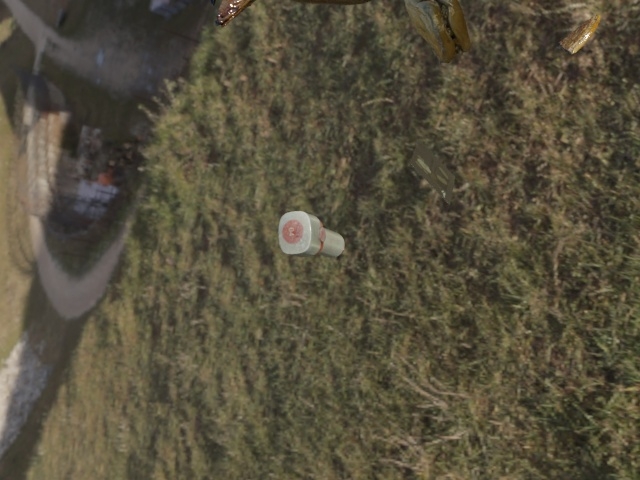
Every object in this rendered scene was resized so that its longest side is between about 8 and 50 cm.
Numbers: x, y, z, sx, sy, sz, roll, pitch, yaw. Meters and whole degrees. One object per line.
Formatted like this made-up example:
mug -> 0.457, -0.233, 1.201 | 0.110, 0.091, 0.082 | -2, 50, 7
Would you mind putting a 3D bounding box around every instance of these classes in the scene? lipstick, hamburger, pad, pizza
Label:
lipstick -> 0.001, 0.000, 1.129 | 0.057, 0.186, 0.063 | -5, 81, 23
hamburger -> 0.300, -0.565, 1.856 | 0.108, 0.214, 0.214 | -26, 50, 7
pad -> 0.254, -0.157, 1.623 | 0.004, 0.127, 0.190 | -42, 9, 25
pizza -> 0.540, -0.420, 1.486 | 0.099, 0.029, 0.100 | -44, 15, 17

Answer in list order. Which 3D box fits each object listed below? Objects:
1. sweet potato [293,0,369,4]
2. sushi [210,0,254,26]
sweet potato -> -0.016, -0.368, 1.008 | 0.058, 0.255, 0.078 | -95, 20, -55
sushi -> -0.157, -0.500, 1.338 | 0.140, 0.149, 0.287 | -15, 73, 14
